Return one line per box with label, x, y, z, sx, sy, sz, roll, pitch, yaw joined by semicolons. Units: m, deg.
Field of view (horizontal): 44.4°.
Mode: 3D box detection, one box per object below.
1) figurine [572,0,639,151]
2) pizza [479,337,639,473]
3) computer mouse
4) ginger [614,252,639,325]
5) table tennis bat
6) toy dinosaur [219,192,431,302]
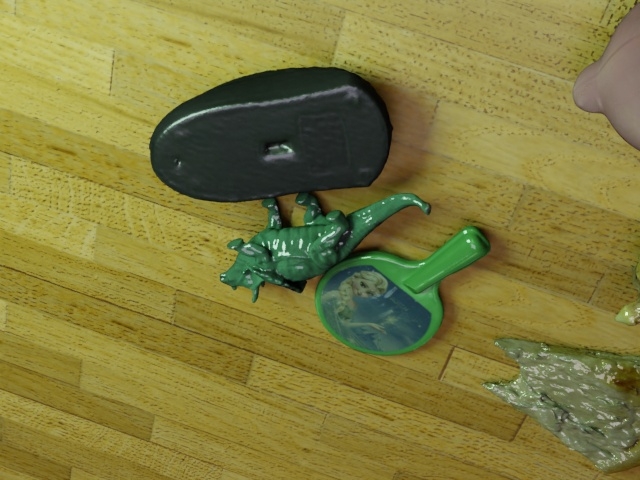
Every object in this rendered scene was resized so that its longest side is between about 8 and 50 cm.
figurine;0.336;-0.148;0.710;0.173;0.173;0.173;7;121;11
pizza;0.329;0.197;0.994;0.262;0.034;0.181;27;124;-2
computer mouse;-0.054;-0.119;0.873;0.270;0.086;0.137;-7;127;9
ginger;0.419;0.042;0.840;0.216;0.102;0.157;-24;135;23
table tennis bat;0.103;0.061;0.972;0.160;0.039;0.257;43;124;-15
toy dinosaur;-0.013;-0.011;0.935;0.120;0.079;0.292;42;124;-18
